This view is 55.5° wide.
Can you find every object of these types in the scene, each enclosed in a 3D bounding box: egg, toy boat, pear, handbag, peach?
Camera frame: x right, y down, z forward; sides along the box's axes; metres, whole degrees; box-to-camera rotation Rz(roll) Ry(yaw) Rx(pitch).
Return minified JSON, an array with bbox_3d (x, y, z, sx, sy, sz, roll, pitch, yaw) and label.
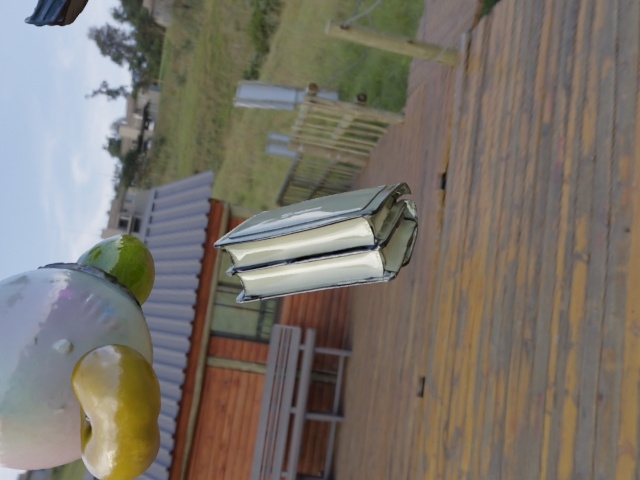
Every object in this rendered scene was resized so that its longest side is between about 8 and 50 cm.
[{"bbox_3d":[-0.491,0.239,1.058,0.340,0.354,0.355,-104,26,-79],"label":"egg"},{"bbox_3d":[-0.723,-0.686,1.670,0.129,0.142,0.309,115,170,-55],"label":"toy boat"},{"bbox_3d":[-0.459,0.075,1.381,0.220,0.187,0.188,-63,-8,-53],"label":"pear"},{"bbox_3d":[0.000,0.000,1.234,0.160,0.358,0.237,69,-152,-20],"label":"handbag"},{"bbox_3d":[-0.268,0.221,0.801,0.179,0.103,0.179,22,115,62],"label":"peach"}]
